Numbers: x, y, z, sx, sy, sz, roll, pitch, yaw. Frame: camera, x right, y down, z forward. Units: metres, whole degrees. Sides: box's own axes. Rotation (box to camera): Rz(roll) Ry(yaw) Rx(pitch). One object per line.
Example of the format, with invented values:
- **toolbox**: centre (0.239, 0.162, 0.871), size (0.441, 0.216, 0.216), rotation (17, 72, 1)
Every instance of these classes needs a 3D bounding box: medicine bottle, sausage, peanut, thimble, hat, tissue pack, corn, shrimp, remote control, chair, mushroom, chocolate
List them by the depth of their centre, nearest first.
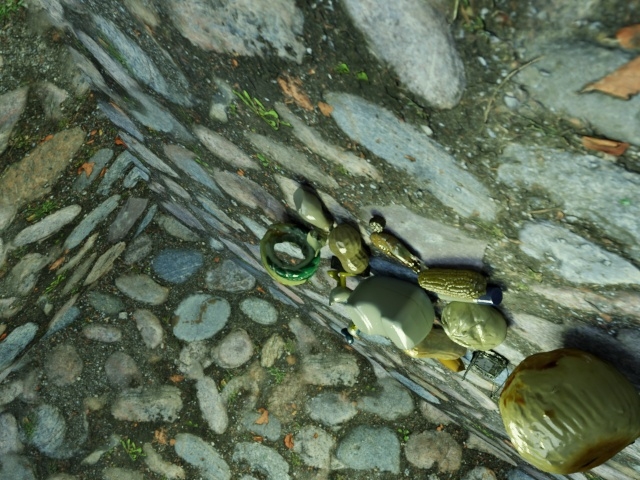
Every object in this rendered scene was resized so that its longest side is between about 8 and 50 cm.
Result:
- **corn**: centre (0.418, 0.134, 1.375), size (0.091, 0.091, 0.260), rotation (47, 160, -19)
- **medicine bottle**: centre (0.484, 0.174, 1.395), size (0.059, 0.059, 0.230), rotation (44, 160, -20)
- **shrimp**: centre (0.264, 0.038, 1.479), size (0.217, 0.051, 0.115), rotation (36, 167, 0)
- **mushroom**: centre (-0.018, -0.105, 1.591), size (0.225, 0.093, 0.116), rotation (38, -174, -31)
- **peanut**: centre (0.111, 0.040, 1.645), size (0.136, 0.120, 0.298), rotation (52, 176, 42)
- **tissue pack**: centre (0.288, 0.269, 1.711), size (0.332, 0.236, 0.230), rotation (11, 139, 51)
- **hat**: centre (-0.005, 0.004, 1.762), size (0.166, 0.081, 0.123), rotation (104, 147, -51)
- **chair**: centre (0.694, 0.515, 1.763), size (0.140, 0.221, 0.145), rotation (31, 117, 18)
- **chocolate**: centre (0.477, 0.426, 1.770), size (0.308, 0.134, 0.134), rotation (10, 168, -18)
- **remote control**: centre (0.127, 0.115, 1.888), size (0.025, 0.063, 0.245), rotation (0, -172, -38)
- **thimble**: centre (-0.140, 0.055, 1.907), size (0.288, 0.254, 0.167), rotation (47, 160, 11)
- **sausage**: centre (0.575, 0.513, 1.953), size (0.328, 0.112, 0.112), rotation (46, 159, -24)

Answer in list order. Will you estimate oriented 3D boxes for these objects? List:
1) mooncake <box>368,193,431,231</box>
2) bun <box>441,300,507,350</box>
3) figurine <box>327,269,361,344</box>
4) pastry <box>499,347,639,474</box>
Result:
- **mooncake**: centre (0.230, -0.083, 1.269), size (0.150, 0.057, 0.347), rotation (20, 165, 7)
- **bun**: centre (0.530, 0.302, 1.493), size (0.229, 0.145, 0.229), rotation (35, 160, 15)
- **figurine**: centre (0.164, 0.314, 1.996), size (0.283, 0.339, 0.204), rotation (6, 176, -18)
- **pastry**: centre (0.729, 0.492, 1.273), size (0.389, 0.388, 0.313), rotation (55, -175, -43)
